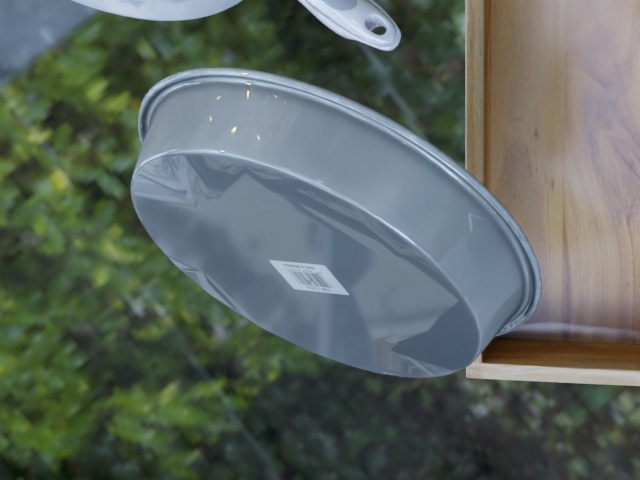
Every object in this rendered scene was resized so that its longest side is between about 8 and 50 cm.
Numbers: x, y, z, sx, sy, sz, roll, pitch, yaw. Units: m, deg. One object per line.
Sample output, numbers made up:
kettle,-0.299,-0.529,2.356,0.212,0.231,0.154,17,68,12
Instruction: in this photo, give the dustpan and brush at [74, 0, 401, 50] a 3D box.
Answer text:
dustpan and brush,-0.045,-0.143,0.865,0.211,0.147,0.060,39,162,14

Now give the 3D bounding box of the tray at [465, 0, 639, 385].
tray,0.213,-0.096,1.363,0.076,0.203,0.411,-60,-30,-70

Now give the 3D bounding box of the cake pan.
cake pan,0.000,0.000,1.186,0.293,0.054,0.293,23,155,11
